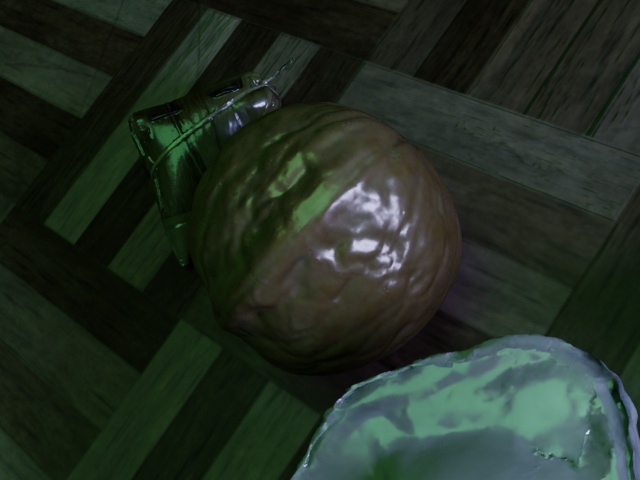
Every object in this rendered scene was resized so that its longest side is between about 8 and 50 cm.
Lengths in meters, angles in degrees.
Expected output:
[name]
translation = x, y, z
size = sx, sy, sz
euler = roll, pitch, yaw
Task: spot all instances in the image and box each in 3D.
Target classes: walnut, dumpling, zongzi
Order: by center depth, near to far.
[dumpling]
translation = 0.095, 0.252, 0.543
size = 0.260, 0.341, 0.181
euler = -9, 19, 11
[walnut]
translation = 0.000, 0.000, 0.744
size = 0.228, 0.228, 0.228
euler = -14, 57, 22
[zongzi]
translation = -0.089, -0.081, 0.942
size = 0.189, 0.081, 0.178
euler = -20, 76, 1
